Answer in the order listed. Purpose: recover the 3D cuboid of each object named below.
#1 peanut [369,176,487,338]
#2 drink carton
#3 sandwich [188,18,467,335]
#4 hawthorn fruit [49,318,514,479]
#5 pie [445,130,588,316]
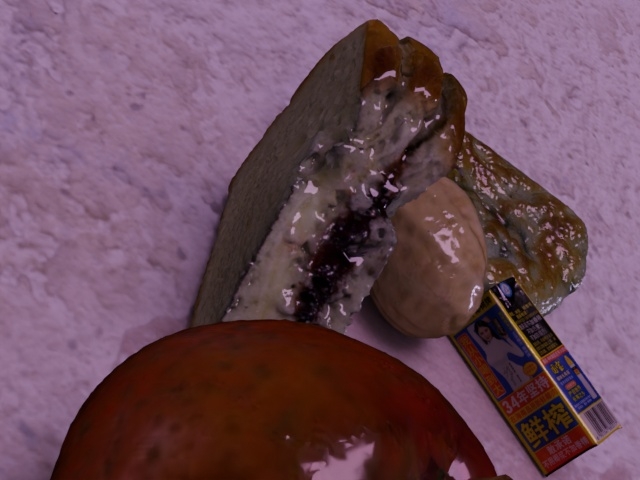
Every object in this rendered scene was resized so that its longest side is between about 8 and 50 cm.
[{"bbox_3d":[0.065,-0.032,1.053,0.123,0.123,0.257,-10,64,-45],"label":"peanut"},{"bbox_3d":[0.190,0.121,1.068,0.056,0.071,0.166,-18,71,-51],"label":"drink carton"},{"bbox_3d":[-0.004,-0.002,0.869,0.099,0.254,0.288,31,44,-20],"label":"sandwich"},{"bbox_3d":[-0.011,0.172,0.668,0.277,0.298,0.277,24,56,-41],"label":"hawthorn fruit"},{"bbox_3d":[0.167,-0.026,1.185,0.240,0.054,0.240,21,46,-24],"label":"pie"}]
